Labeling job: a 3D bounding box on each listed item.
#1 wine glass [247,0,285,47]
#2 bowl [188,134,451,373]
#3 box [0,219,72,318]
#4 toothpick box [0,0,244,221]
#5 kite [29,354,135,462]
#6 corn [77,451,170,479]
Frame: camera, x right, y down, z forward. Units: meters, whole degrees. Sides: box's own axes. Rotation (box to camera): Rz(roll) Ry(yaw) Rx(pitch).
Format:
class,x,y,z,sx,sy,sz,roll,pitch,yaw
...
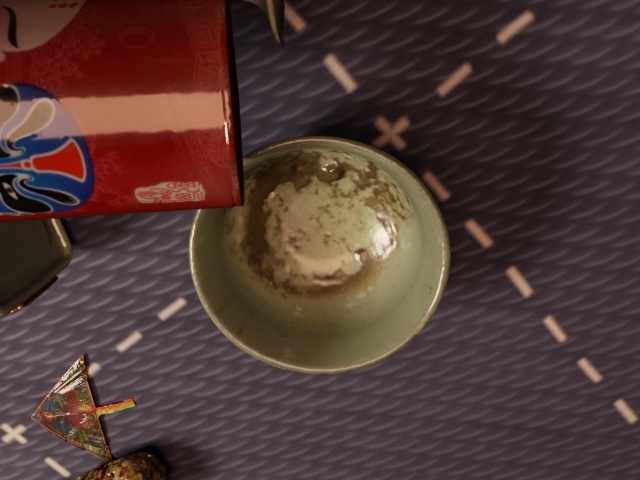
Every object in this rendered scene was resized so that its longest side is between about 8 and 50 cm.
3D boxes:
class,x,y,z,sx,sy,sz,roll,pitch,yaw
wine glass,-0.188,-0.268,0.771,0.321,0.143,0.143,-1,111,7
bowl,0.000,0.000,0.859,0.289,0.146,0.289,1,111,2
box,-0.452,-0.045,0.853,0.167,0.193,0.294,-15,108,16
toothpick box,-0.242,-0.119,0.652,0.333,0.204,0.204,-5,111,-4
kite,-0.346,0.250,1.054,0.159,0.010,0.190,-5,113,4
corn,-0.355,0.397,1.070,0.289,0.098,0.098,-25,108,16
